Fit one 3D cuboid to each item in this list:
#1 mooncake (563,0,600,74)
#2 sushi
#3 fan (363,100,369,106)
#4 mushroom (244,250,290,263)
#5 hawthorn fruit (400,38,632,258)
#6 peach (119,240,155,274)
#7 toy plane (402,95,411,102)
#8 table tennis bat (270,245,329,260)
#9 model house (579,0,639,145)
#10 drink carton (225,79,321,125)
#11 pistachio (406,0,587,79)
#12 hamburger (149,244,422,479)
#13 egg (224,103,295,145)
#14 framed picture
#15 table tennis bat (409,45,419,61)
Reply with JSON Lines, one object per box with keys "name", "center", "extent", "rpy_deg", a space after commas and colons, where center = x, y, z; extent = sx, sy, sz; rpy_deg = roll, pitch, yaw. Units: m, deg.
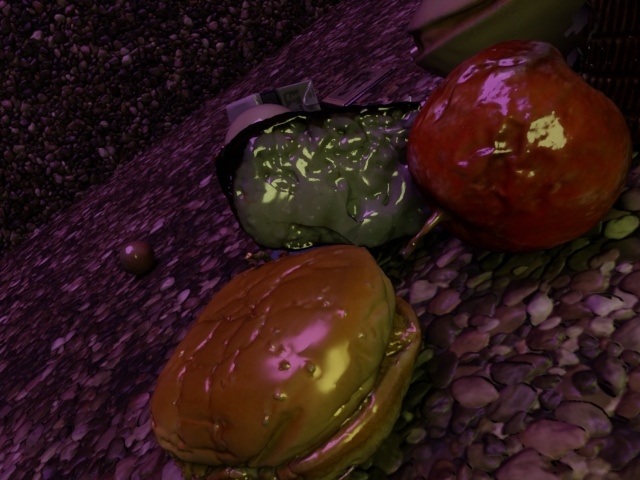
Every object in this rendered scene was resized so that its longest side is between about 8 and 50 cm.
{"name": "mooncake", "center": [0.350, -0.122, 0.569], "extent": [0.057, 0.346, 0.150], "rpy_deg": [-25, -20, -18]}
{"name": "sushi", "center": [0.033, -0.078, 0.852], "extent": [0.349, 0.234, 0.207], "rpy_deg": [-5, 14, -14]}
{"name": "fan", "center": [0.063, -0.283, 1.456], "extent": [0.175, 0.005, 0.113], "rpy_deg": [-46, 26, -20]}
{"name": "mushroom", "center": [-0.067, 0.028, 0.841], "extent": [0.026, 0.028, 0.286], "rpy_deg": [-52, -4, 3]}
{"name": "hawthorn fruit", "center": [0.189, -0.078, 0.678], "extent": [0.272, 0.242, 0.242], "rpy_deg": [-42, 24, 8]}
{"name": "peach", "center": [-0.428, 0.039, 1.410], "extent": [0.083, 0.083, 0.083], "rpy_deg": [-28, 26, 15]}
{"name": "toy plane", "center": [0.108, -0.140, 1.049], "extent": [0.160, 0.082, 0.234], "rpy_deg": [-10, -28, -39]}
{"name": "table tennis bat", "center": [0.000, 0.000, 1.000], "extent": [0.237, 0.038, 0.149], "rpy_deg": [-35, 24, 9]}
{"name": "model house", "center": [0.455, -0.226, 0.683], "extent": [0.317, 0.297, 0.282], "rpy_deg": [13, 83, 42]}
{"name": "drink carton", "center": [-0.124, -0.358, 1.638], "extent": [0.134, 0.101, 0.222], "rpy_deg": [-9, 16, 47]}
{"name": "pistachio", "center": [0.345, -0.422, 1.019], "extent": [0.365, 0.281, 0.446], "rpy_deg": [-32, 12, -33]}
{"name": "hamburger", "center": [-0.038, 0.136, 0.657], "extent": [0.319, 0.158, 0.318], "rpy_deg": [-32, 24, 16]}
{"name": "egg", "center": [-0.117, -0.201, 1.317], "extent": [0.189, 0.188, 0.254], "rpy_deg": [-40, 20, -11]}
{"name": "framed picture", "center": [0.094, -0.422, 1.661], "extent": [0.195, 0.010, 0.199], "rpy_deg": [-38, 25, -6]}
{"name": "table tennis bat", "center": [0.312, -0.476, 1.343], "extent": [0.247, 0.138, 0.022], "rpy_deg": [-30, 2, 20]}
